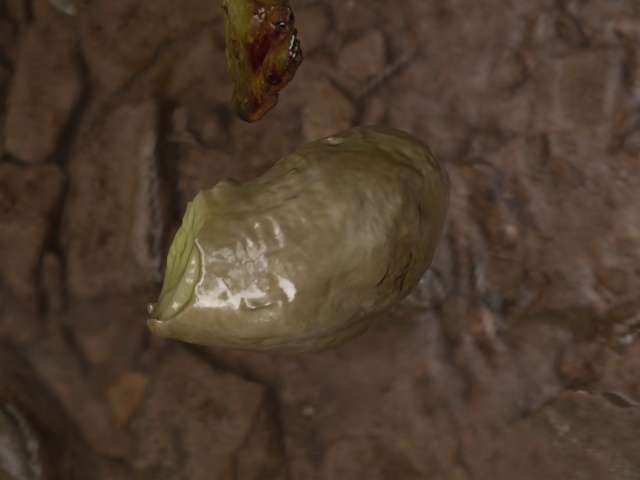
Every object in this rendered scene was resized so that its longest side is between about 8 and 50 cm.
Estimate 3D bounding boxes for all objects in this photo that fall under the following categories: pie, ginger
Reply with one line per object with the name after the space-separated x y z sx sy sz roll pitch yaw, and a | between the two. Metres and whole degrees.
-0.036 -0.112 0.768 0.191 0.033 0.088 -97 20 -54 | pie
0.000 0.000 1.036 0.152 0.267 0.138 37 131 39 | ginger
